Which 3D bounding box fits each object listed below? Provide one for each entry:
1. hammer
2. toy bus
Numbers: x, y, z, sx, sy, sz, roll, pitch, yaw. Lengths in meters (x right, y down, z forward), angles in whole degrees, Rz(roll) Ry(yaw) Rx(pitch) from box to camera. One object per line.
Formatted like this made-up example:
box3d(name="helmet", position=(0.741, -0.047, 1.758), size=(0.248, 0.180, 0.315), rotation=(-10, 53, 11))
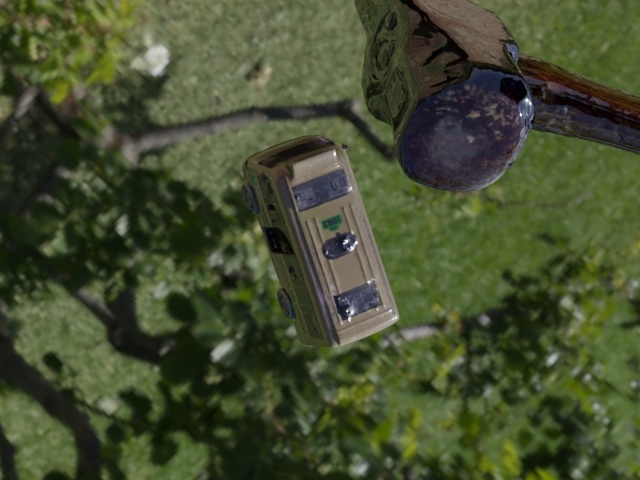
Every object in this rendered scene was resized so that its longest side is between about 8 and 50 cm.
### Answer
box3d(name="hammer", position=(0.230, -0.095, 1.001), size=(0.409, 0.242, 0.095), rotation=(14, 118, -12))
box3d(name="toy bus", position=(0.000, 0.000, 1.864), size=(0.139, 0.289, 0.157), rotation=(-20, -171, -20))
